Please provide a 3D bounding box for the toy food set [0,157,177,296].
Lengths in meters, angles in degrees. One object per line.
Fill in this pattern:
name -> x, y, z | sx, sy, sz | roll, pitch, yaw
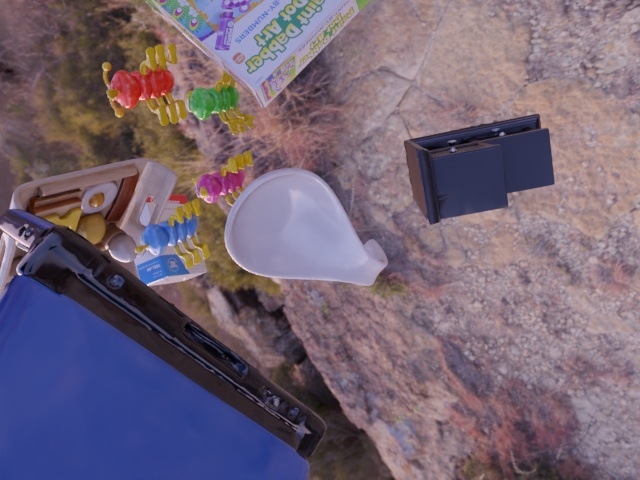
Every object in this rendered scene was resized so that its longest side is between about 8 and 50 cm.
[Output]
toy food set -> -0.394, -0.010, 0.926 | 0.092, 0.306, 0.220 | 42, 122, 12

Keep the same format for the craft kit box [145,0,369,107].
craft kit box -> -0.073, -0.335, 0.685 | 0.246, 0.250, 0.061 | 43, 177, 11

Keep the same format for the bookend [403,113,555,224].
bookend -> 0.174, -0.079, 0.565 | 0.156, 0.157, 0.072 | -10, 103, 7

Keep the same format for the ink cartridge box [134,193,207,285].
ink cartridge box -> -0.343, -0.026, 1.180 | 0.078, 0.134, 0.231 | -20, 83, 25

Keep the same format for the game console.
game console -> -0.144, 0.136, 0.412 | 0.250, 0.173, 0.293 | 12, 150, 50

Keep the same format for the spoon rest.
spoon rest -> 0.000, 0.000, 0.678 | 0.137, 0.276, 0.084 | -56, 48, 10

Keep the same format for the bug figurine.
bug figurine -> -0.175, -0.115, 0.724 | 0.072, 0.216, 0.279 | 13, 118, 35
